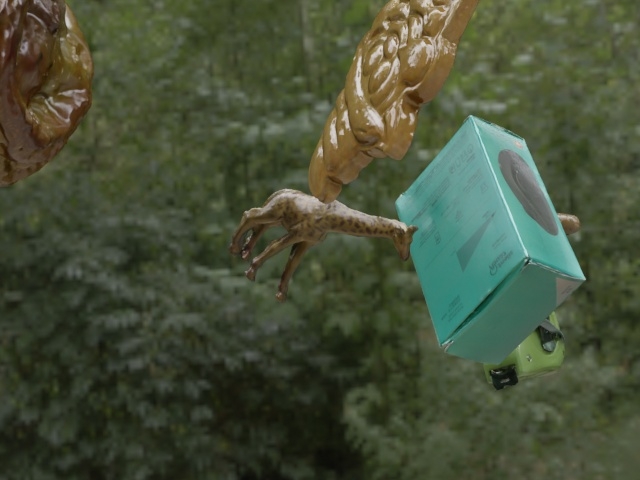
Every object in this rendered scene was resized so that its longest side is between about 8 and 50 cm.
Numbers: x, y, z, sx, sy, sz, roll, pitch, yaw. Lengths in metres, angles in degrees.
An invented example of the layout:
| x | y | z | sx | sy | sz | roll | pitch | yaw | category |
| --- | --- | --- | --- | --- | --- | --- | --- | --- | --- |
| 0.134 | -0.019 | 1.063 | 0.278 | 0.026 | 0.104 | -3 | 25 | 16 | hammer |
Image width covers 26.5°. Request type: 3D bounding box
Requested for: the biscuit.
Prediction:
| x | y | z | sx | sy | sz | roll | pitch | yaw | category |
| --- | --- | --- | --- | --- | --- | --- | --- | --- | --- |
| 0.059 | -0.134 | 0.990 | 0.035 | 0.250 | 0.162 | 26 | 18 | -26 | biscuit |

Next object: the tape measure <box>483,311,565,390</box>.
| x | y | z | sx | sy | sz | roll | pitch | yaw | category |
| --- | --- | --- | --- | --- | --- | --- | --- | --- | --- |
| 0.351 | 0.162 | 2.329 | 0.106 | 0.175 | 0.200 | -19 | -13 | 38 | tape measure |

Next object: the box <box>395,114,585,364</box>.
| x | y | z | sx | sy | sz | roll | pitch | yaw | category |
| --- | --- | --- | --- | --- | --- | --- | --- | --- | --- |
| 0.237 | -0.001 | 1.958 | 0.118 | 0.205 | 0.311 | 17 | 37 | -29 | box |

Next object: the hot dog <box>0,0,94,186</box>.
| x | y | z | sx | sy | sz | roll | pitch | yaw | category |
| --- | --- | --- | --- | --- | --- | --- | --- | --- | --- |
| -0.246 | -0.172 | 1.086 | 0.114 | 0.259 | 0.175 | -7 | -38 | 8 | hot dog |

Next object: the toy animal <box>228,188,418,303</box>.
| x | y | z | sx | sy | sz | roll | pitch | yaw | category |
| --- | --- | --- | --- | --- | --- | --- | --- | --- | --- |
| -0.002 | -0.009 | 1.845 | 0.275 | 0.149 | 0.054 | -19 | -9 | 22 | toy animal |

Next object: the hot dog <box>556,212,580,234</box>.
| x | y | z | sx | sy | sz | roll | pitch | yaw | category |
| --- | --- | --- | --- | --- | --- | --- | --- | --- | --- |
| 0.330 | -0.024 | 2.110 | 0.140 | 0.060 | 0.090 | 10 | -13 | 18 | hot dog |
